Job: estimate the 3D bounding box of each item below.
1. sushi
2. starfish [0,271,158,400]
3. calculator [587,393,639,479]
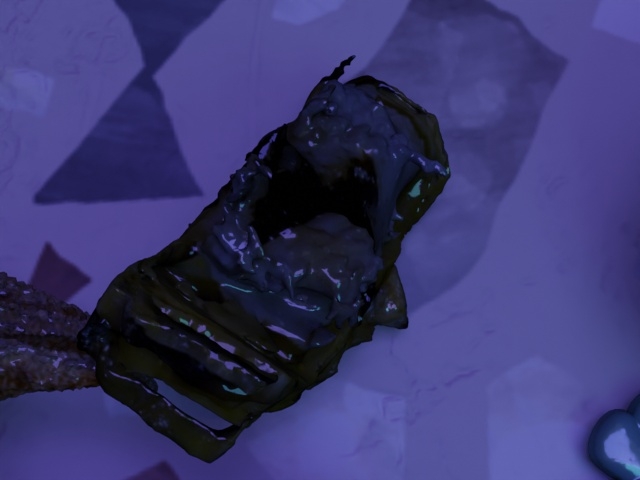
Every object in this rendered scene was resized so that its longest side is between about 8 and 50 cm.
[{"bbox_3d":[-0.003,0.004,0.651,0.139,0.131,0.291,36,35,3],"label":"sushi"},{"bbox_3d":[-0.228,0.043,0.628,0.293,0.084,0.301,22,31,-1],"label":"starfish"},{"bbox_3d":[0.233,0.228,0.679,0.184,0.042,0.295,-15,76,-10],"label":"calculator"}]
